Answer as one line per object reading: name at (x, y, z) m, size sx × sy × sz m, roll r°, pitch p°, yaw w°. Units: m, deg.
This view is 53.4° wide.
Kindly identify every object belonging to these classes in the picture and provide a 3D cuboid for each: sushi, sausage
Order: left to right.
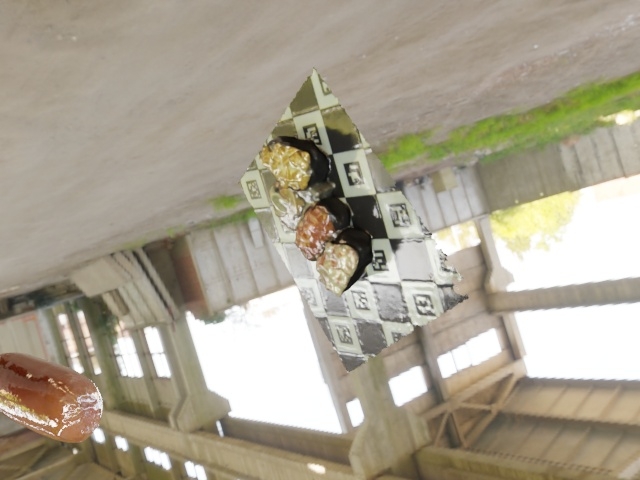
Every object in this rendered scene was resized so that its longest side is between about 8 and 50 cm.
sausage at (-0.309, 0.169, 0.701) m, size 0.194 × 0.077 × 0.077 m, roll 4°, pitch -166°, yaw 40°
sushi at (0.000, 0.000, 0.716) m, size 0.050 × 0.290 × 0.264 m, roll -26°, pitch 169°, yaw -36°
